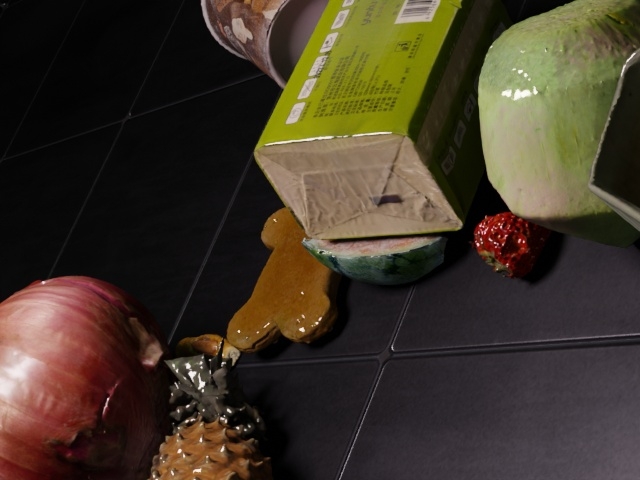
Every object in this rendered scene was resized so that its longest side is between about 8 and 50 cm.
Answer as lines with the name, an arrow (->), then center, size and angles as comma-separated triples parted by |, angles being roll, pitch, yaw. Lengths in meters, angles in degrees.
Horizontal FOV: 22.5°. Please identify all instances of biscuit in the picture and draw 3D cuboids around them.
biscuit -> 0.000, 0.000, 1.927 | 0.197, 0.049, 0.301 | -7, 54, 44

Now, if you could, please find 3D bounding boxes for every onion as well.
onion -> -0.310, 0.216, 1.920 | 0.354, 0.354, 0.353 | -38, 32, 29

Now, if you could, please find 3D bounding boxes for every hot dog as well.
hot dog -> -0.144, 0.138, 2.027 | 0.044, 0.028, 0.137 | -56, 25, -16

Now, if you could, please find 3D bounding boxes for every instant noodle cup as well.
instant noodle cup -> -0.028, -0.303, 2.145 | 0.217, 0.217, 0.207 | -51, 35, 8

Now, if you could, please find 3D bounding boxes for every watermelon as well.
watermelon -> 0.080, -0.003, 1.790 | 0.187, 0.071, 0.139 | 1, 42, 37

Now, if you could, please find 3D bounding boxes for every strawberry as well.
strawberry -> 0.195, -0.004, 1.609 | 0.083, 0.073, 0.073 | -46, 26, -11

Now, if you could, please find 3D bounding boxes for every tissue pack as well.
tissue pack -> 0.083, -0.152, 1.762 | 0.200, 0.167, 0.274 | -4, 46, 34

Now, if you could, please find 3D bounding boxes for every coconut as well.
coconut -> 0.258, -0.103, 1.472 | 0.205, 0.236, 0.236 | -5, 52, 29

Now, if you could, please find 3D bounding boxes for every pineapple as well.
pineapple -> -0.118, 0.236, 1.768 | 0.169, 0.169, 0.340 | -44, 22, 20

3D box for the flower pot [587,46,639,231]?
flower pot -> 0.356, -0.064, 1.285 | 0.209, 0.190, 0.239 | -13, 50, 52
